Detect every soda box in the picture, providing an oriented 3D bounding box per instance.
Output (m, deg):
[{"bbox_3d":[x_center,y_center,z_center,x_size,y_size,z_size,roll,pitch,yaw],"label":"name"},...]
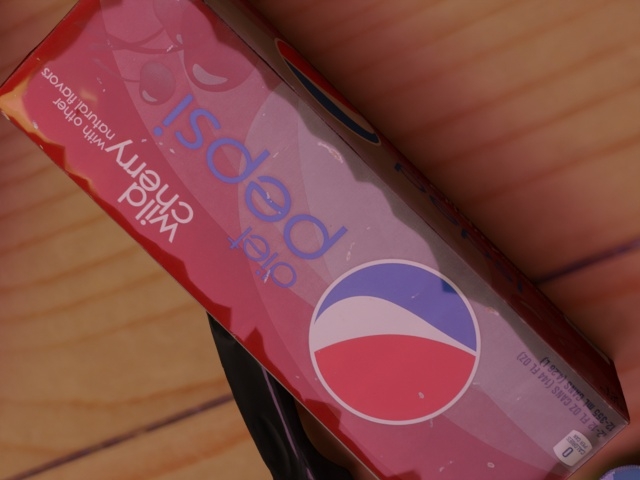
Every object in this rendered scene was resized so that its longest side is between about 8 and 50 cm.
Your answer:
[{"bbox_3d":[0.000,0.000,0.562,0.263,0.083,0.092,45,104,-3],"label":"soda box"}]

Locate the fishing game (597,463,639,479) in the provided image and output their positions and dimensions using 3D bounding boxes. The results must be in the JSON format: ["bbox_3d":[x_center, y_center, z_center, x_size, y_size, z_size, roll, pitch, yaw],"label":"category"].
[{"bbox_3d":[0.169,0.181,0.584,0.264,0.041,0.189,10,106,25],"label":"fishing game"}]

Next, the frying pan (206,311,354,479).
[{"bbox_3d":[-0.005,0.170,0.658,0.197,0.053,0.326,-44,71,39],"label":"frying pan"}]
